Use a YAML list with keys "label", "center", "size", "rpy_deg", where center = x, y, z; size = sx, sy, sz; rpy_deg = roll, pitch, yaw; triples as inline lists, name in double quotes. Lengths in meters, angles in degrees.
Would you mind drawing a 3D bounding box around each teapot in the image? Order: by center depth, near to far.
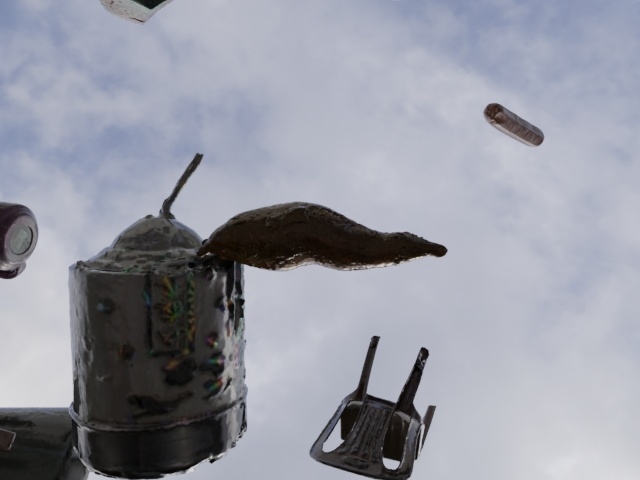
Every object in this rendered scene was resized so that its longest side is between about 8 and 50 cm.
- label: "teapot"
  center: [-0.531, 0.340, 0.891]
  size: [0.344, 0.253, 0.300]
  rpy_deg: [20, -46, -18]
- label: "teapot"
  center: [-0.574, -0.010, 1.039]
  size: [0.146, 0.148, 0.116]
  rpy_deg: [12, -113, 11]

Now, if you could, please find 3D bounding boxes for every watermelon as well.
- label: "watermelon"
  center: [-0.266, -0.396, 0.943]
  size: [0.180, 0.094, 0.081]
  rpy_deg: [-16, -88, 6]

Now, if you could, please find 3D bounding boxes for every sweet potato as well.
- label: "sweet potato"
  center: [-0.001, -0.004, 0.537]
  size: [0.226, 0.068, 0.068]
  rpy_deg: [1, -73, 10]

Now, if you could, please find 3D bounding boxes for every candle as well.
- label: "candle"
  center: [-0.167, 0.071, 0.627]
  size: [0.187, 0.187, 0.330]
  rpy_deg: [0, -86, 0]

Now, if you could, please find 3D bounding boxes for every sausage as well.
- label: "sausage"
  center: [0.289, -0.170, 0.886]
  size: [0.147, 0.030, 0.035]
  rpy_deg: [16, -62, -42]

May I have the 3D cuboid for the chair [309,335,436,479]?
- label: "chair"
  center: [0.108, 0.352, 1.099]
  size: [0.176, 0.326, 0.183]
  rpy_deg: [10, -56, 19]
